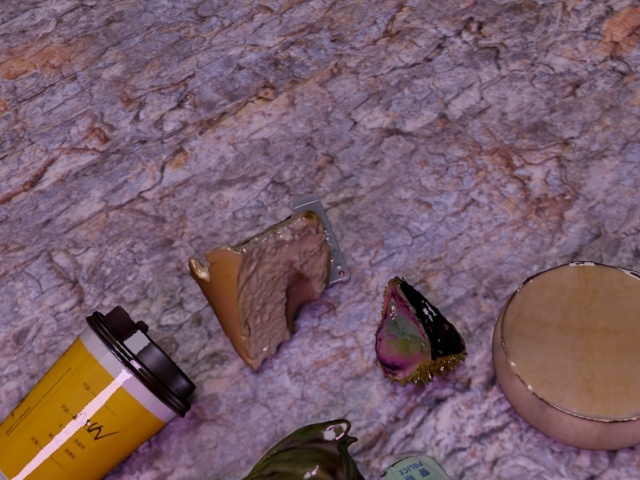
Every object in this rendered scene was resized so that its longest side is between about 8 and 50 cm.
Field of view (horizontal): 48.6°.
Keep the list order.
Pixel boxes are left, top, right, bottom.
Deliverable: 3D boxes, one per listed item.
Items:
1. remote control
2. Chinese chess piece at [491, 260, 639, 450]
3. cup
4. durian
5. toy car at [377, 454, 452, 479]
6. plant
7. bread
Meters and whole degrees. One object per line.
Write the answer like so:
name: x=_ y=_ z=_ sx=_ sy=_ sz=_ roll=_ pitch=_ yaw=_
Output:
remote control: x=0.000 y=0.000 z=1.190 sx=0.049 sy=0.027 sz=0.184 roll=-19 pitch=56 yaw=-3
Chinese chess piece: x=0.363 y=0.152 z=0.955 sx=0.257 sy=0.104 sz=0.257 roll=-5 pitch=51 yaw=7
cup: x=-0.317 y=0.238 z=0.969 sx=0.196 sy=0.196 sz=0.280 roll=36 pitch=74 yaw=31
durian: x=0.133 y=0.151 z=1.021 sx=0.108 sy=0.119 sz=0.187 roll=-49 pitch=37 yaw=19
toy car: x=0.154 y=0.349 z=0.842 sx=0.090 sy=0.076 sz=0.224 roll=-17 pitch=50 yaw=-25
plant: x=-0.102 y=0.310 z=0.883 sx=0.333 sy=0.180 sz=0.251 roll=13 pitch=45 yaw=23
bread: x=-0.106 y=0.027 z=1.075 sx=0.183 sy=0.224 sz=0.211 roll=-30 pitch=45 yaw=-20
